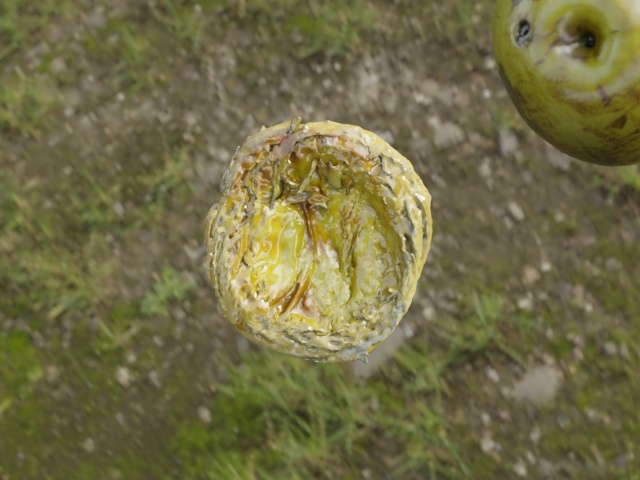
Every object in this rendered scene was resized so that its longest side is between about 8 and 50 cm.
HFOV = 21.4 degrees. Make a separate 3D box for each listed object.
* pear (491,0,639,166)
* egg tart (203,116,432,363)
[{"bbox_3d":[0.320,-0.214,1.874,0.284,0.283,0.283,-10,53,14],"label":"pear"},{"bbox_3d":[0.000,0.000,1.681,0.232,0.098,0.252,-13,96,2],"label":"egg tart"}]
